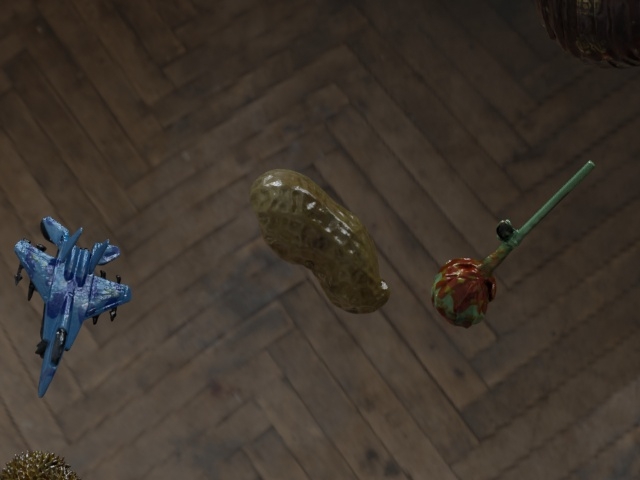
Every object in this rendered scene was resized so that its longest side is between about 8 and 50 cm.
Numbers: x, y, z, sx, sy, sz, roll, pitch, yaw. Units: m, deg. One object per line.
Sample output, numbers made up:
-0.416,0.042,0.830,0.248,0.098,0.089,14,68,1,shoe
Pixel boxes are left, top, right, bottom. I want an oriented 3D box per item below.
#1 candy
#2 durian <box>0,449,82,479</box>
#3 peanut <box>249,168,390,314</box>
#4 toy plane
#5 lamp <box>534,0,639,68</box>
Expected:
0.239,0.003,1.800,0.287,0.078,0.084,-47,40,30,candy
-0.356,0.347,1.885,0.158,0.168,0.137,24,86,7,durian
0.000,0.000,1.909,0.233,0.197,0.110,39,88,-4,peanut
-0.329,0.091,1.854,0.078,0.169,0.246,-27,44,53,toy plane
0.299,-0.285,1.432,0.247,0.247,0.247,-7,60,12,lamp
